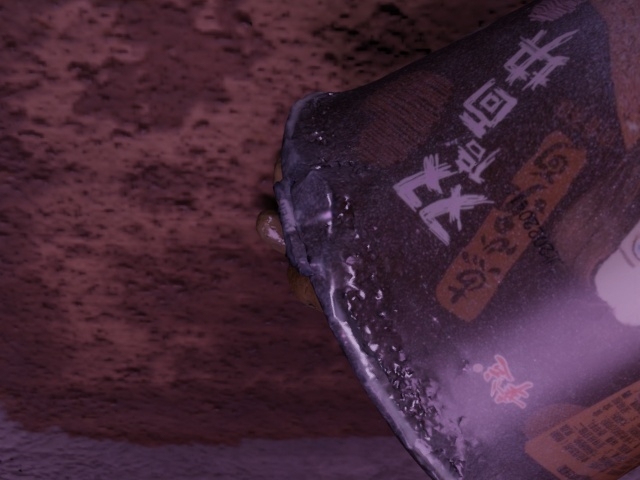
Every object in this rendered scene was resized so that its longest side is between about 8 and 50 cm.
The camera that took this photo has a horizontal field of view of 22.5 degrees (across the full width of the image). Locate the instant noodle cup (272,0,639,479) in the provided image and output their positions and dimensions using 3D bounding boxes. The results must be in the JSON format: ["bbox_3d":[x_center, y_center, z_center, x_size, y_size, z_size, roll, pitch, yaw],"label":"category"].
[{"bbox_3d":[0.126,-0.016,0.650,0.207,0.217,0.217,-30,133,22],"label":"instant noodle cup"}]

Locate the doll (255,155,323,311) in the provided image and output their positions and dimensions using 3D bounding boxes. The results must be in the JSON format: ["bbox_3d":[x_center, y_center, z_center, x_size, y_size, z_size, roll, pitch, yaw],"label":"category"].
[{"bbox_3d":[0.001,-0.006,0.794,0.062,0.051,0.093,-7,111,9],"label":"doll"}]
